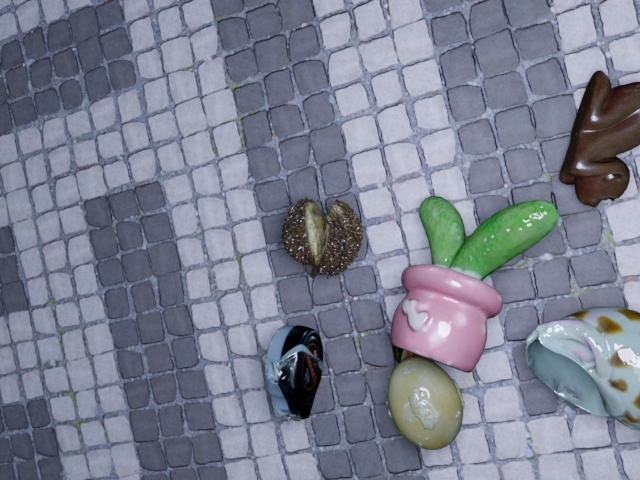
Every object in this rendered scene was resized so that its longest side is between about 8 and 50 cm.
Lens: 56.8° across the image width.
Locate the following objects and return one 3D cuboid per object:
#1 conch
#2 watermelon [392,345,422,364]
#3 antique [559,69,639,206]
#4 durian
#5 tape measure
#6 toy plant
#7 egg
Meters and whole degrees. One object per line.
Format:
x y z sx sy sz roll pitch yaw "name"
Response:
0.593 0.257 1.152 0.368 0.197 0.249 47 140 6 "conch"
0.205 0.220 1.328 0.086 0.069 0.163 29 101 15 "watermelon"
0.576 -0.195 1.183 0.143 0.121 0.257 18 90 7 "antique"
0.000 0.000 1.340 0.195 0.167 0.196 8 110 23 "durian"
-0.060 0.286 1.354 0.107 0.181 0.182 0 128 20 "tape measure"
0.294 0.085 1.196 0.317 0.210 0.356 9 69 51 "toy plant"
0.227 0.350 1.281 0.164 0.164 0.202 -24 88 16 "egg"
